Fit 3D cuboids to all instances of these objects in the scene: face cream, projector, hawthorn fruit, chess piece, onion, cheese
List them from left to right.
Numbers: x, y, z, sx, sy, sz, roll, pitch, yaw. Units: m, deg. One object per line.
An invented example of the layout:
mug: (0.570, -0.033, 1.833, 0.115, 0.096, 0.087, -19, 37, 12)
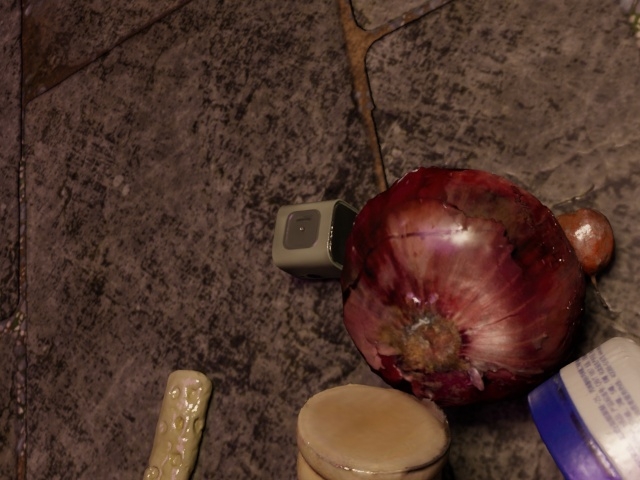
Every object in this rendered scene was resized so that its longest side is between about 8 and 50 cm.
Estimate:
cheese: (-0.184, 0.260, 1.122, 0.065, 0.043, 0.194, 4, 73, 37)
projector: (0.000, 0.000, 1.075, 0.082, 0.083, 0.083, -5, 68, 33)
chess piece: (0.042, 0.283, 0.859, 0.142, 0.142, 0.261, 23, 120, 38)
onion: (0.141, 0.045, 0.895, 0.252, 0.219, 0.252, 7, 114, 17)
hawthorn fruit: (0.269, 0.018, 0.903, 0.066, 0.067, 0.103, -12, 81, 30)
face cream: (0.275, 0.184, 0.735, 0.111, 0.206, 0.206, -39, 54, 12)
